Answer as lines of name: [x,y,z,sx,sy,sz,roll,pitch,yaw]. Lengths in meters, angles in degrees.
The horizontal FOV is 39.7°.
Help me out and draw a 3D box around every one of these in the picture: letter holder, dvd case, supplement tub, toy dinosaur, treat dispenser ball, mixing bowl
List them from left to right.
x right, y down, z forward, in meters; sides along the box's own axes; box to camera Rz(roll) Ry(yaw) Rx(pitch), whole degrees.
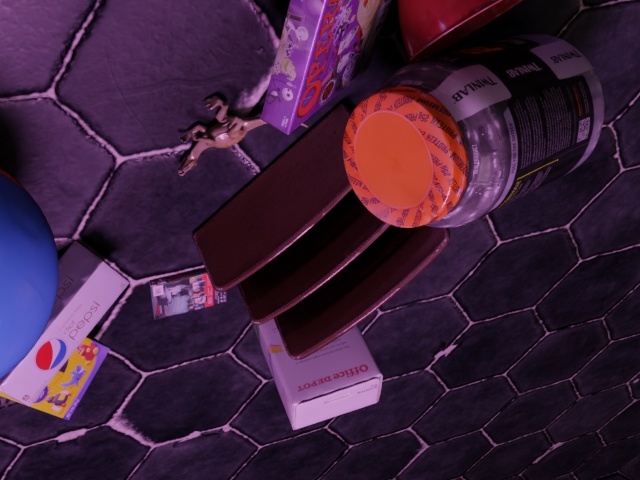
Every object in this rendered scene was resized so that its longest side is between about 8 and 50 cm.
treat dispenser ball: [-0.437,0.037,0.973,0.288,0.288,0.288,-16,142,-13]
dvd case: [-0.205,0.080,1.388,0.119,0.013,0.087,-15,141,-17]
toy dinosaur: [-0.116,-0.148,1.156,0.183,0.053,0.092,-23,159,7]
letter holder: [0.000,0.000,1.248,0.301,0.214,0.152,-40,141,17]
mixing bowl: [0.160,-0.299,1.061,0.181,0.098,0.181,-31,-179,1]
supplement tub: [0.198,-0.140,1.128,0.338,0.207,0.207,-24,150,-43]

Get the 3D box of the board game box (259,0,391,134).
board game box: [0.039,-0.301,0.963,0.208,0.056,0.347,-41,159,-43]

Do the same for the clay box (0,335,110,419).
clay box: [-0.423,0.168,1.285,0.222,0.053,0.128,39,77,-51]

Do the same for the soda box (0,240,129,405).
soda box: [-0.366,0.112,1.209,0.216,0.073,0.069,-53,144,-11]

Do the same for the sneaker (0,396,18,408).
sneaker: [-0.497,0.243,1.362,0.188,0.067,0.078,-41,134,14]

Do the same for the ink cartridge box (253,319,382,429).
ink cartridge box: [-0.009,0.182,1.459,0.154,0.212,0.093,-17,142,-13]
